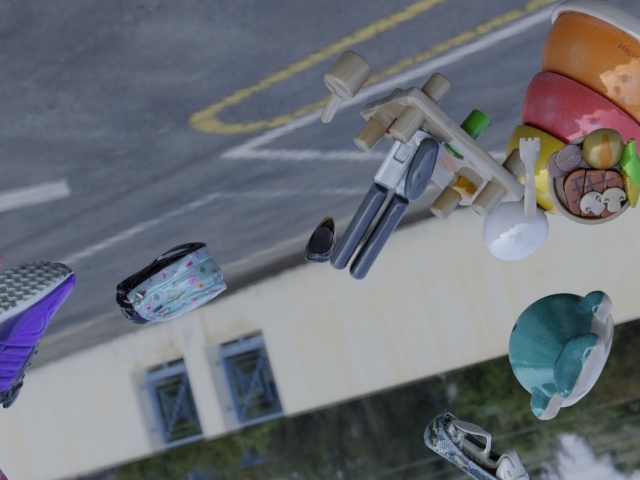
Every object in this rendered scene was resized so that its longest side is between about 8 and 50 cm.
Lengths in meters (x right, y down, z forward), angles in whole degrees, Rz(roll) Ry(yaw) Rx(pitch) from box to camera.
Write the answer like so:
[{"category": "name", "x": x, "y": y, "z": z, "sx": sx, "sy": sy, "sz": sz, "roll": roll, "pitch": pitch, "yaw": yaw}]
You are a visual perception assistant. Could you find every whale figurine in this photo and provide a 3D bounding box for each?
[{"category": "whale figurine", "x": 0.361, "y": 0.164, "z": 1.751, "sx": 0.141, "sy": 0.216, "sz": 0.272, "roll": 27, "pitch": -174, "yaw": 6}]

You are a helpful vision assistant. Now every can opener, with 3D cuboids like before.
[{"category": "can opener", "x": 0.105, "y": -0.053, "z": 1.871, "sx": 0.283, "sy": 0.076, "sz": 0.095, "roll": -60, "pitch": -173, "yaw": 21}]

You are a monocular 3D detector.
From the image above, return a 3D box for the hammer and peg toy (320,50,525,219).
[{"category": "hammer and peg toy", "x": 0.158, "y": -0.186, "z": 1.909, "sx": 0.127, "sy": 0.361, "sz": 0.266, "roll": -51, "pitch": -169, "yaw": -10}]

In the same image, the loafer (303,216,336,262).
[{"category": "loafer", "x": 0.000, "y": 0.000, "z": 2.464, "sx": 0.062, "sy": 0.061, "sz": 0.170, "roll": 9, "pitch": -159, "yaw": 2}]

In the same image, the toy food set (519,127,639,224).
[{"category": "toy food set", "x": 0.363, "y": -0.083, "z": 1.531, "sx": 0.192, "sy": 0.133, "sz": 0.038, "roll": -4, "pitch": -165, "yaw": 2}]

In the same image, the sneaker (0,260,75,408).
[{"category": "sneaker", "x": -0.456, "y": 0.155, "z": 1.645, "sx": 0.102, "sy": 0.146, "sz": 0.293, "roll": 18, "pitch": -130, "yaw": 40}]

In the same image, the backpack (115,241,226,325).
[{"category": "backpack", "x": -0.263, "y": 0.079, "z": 2.095, "sx": 0.182, "sy": 0.115, "sz": 0.152, "roll": -29, "pitch": -173, "yaw": 20}]

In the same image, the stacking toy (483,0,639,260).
[{"category": "stacking toy", "x": 0.452, "y": -0.172, "z": 2.126, "sx": 0.480, "sy": 0.350, "sz": 0.350, "roll": -52, "pitch": 172, "yaw": -1}]

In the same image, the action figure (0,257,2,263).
[{"category": "action figure", "x": -0.463, "y": -0.002, "z": 1.471, "sx": 0.139, "sy": 0.281, "sz": 0.091, "roll": -12, "pitch": 156, "yaw": 30}]

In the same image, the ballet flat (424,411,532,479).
[{"category": "ballet flat", "x": 0.226, "y": 0.296, "z": 1.555, "sx": 0.070, "sy": 0.188, "sz": 0.070, "roll": -53, "pitch": 164, "yaw": -22}]

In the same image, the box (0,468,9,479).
[{"category": "box", "x": -0.558, "y": 0.379, "z": 1.737, "sx": 0.057, "sy": 0.201, "sz": 0.293, "roll": -33, "pitch": -169, "yaw": 3}]
